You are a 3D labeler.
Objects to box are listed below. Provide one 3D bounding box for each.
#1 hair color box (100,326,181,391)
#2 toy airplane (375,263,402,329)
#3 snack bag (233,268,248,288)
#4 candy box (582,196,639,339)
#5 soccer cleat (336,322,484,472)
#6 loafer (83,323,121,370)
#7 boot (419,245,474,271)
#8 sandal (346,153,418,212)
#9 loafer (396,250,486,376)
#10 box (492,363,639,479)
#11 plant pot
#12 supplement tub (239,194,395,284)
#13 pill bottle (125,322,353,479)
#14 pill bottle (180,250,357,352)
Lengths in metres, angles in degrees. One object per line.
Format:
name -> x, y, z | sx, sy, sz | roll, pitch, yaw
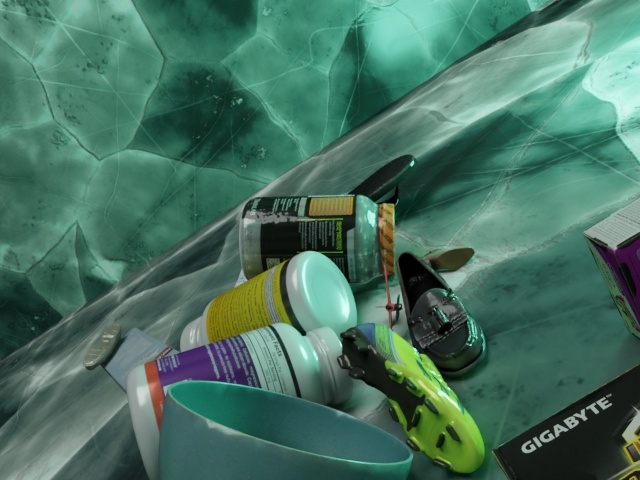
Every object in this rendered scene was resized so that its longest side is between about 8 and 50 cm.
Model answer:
hair color box -> -0.312, 0.299, 1.136 | 0.113, 0.185, 0.374 | -43, 20, -24
toy airplane -> 0.122, 0.119, 0.997 | 0.028, 0.151, 0.151 | -3, 18, -6
snack bag -> -0.110, 0.127, 1.363 | 0.323, 0.037, 0.343 | -23, 33, 31
candy box -> 0.446, 0.000, 0.653 | 0.233, 0.159, 0.071 | -31, 20, 5
soccer cleat -> 0.133, 0.194, 0.773 | 0.121, 0.093, 0.289 | -3, 22, -29
loafer -> -0.456, 0.232, 1.208 | 0.045, 0.039, 0.125 | 4, 36, 11
boot -> 0.237, 0.033, 1.115 | 0.118, 0.042, 0.087 | -24, 12, 9
sandal -> 0.094, -0.053, 1.502 | 0.446, 0.107, 0.167 | -43, 17, 14
loafer -> 0.176, 0.109, 0.933 | 0.109, 0.095, 0.302 | -32, 18, 7
box -> 0.341, 0.197, 0.469 | 0.322, 0.079, 0.257 | -32, 20, 5
plant pot -> -0.058, 0.298, 0.654 | 0.290, 0.290, 0.196 | 4, 77, 61
supplement tub -> 0.000, 0.000, 1.210 | 0.315, 0.194, 0.193 | 0, 26, 8
pill bottle -> -0.121, 0.239, 0.882 | 0.322, 0.182, 0.181 | -14, 13, -18
pill bottle -> -0.111, 0.166, 1.117 | 0.334, 0.188, 0.188 | -27, 19, 27
